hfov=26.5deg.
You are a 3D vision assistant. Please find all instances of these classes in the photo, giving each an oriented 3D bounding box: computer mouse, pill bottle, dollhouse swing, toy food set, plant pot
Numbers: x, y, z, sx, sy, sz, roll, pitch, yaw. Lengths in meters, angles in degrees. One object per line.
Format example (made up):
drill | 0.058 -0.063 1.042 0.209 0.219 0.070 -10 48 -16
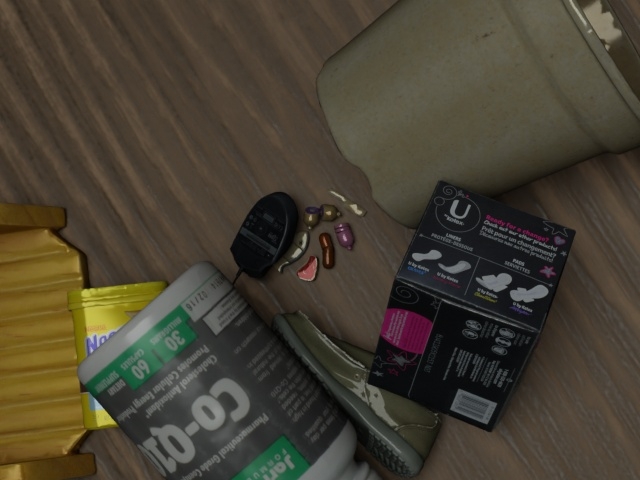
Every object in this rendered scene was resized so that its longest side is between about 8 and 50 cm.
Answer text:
computer mouse | -0.095 0.050 1.673 0.071 0.041 0.242 36 101 29
pill bottle | -0.088 0.217 1.543 0.204 0.204 0.361 -41 92 6
dollhouse swing | -0.470 0.131 1.611 0.315 0.305 0.347 -9 82 12
toy food set | 0.000 0.000 1.662 0.078 0.019 0.122 33 93 13
plant pot | 0.176 -0.179 1.509 0.305 0.334 0.334 -30 79 20

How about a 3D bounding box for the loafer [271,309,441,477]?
loafer | 0.043 0.170 1.612 0.251 0.094 0.087 45 66 8

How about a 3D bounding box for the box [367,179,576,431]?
box | 0.162 0.076 1.483 0.163 0.247 0.142 21 59 7

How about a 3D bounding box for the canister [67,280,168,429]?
canister | -0.240 0.141 1.665 0.126 0.073 0.170 -6 85 -9
